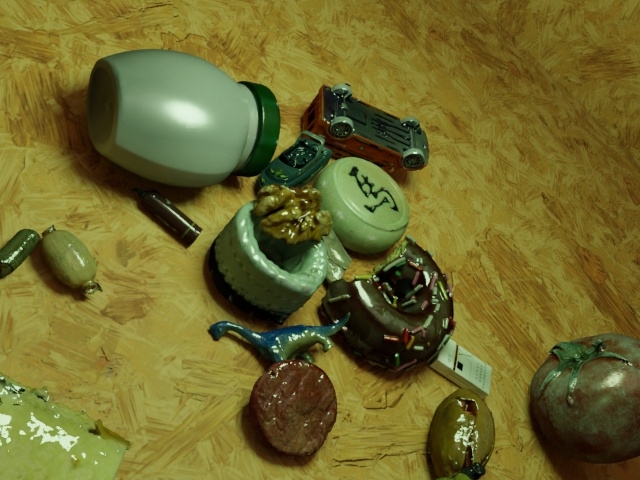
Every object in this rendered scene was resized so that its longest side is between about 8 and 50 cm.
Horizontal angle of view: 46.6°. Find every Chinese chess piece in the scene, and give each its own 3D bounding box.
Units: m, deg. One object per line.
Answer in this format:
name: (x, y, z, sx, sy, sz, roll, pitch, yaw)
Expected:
Chinese chess piece: (0.098, -0.086, 1.786, 0.250, 0.101, 0.250, 23, 42, -22)

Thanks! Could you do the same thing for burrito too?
burrito: (0.000, 0.000, 1.681, 0.087, 0.060, 0.226, -19, 71, -44)

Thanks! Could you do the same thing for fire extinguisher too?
fire extinguisher: (-0.309, -0.056, 1.496, 0.158, 0.043, 0.064, 41, 12, -5)

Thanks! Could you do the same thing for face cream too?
face cream: (-0.283, -0.252, 1.539, 0.357, 0.219, 0.312, 4, 56, -37)

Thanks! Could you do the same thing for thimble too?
thimble: (-0.101, 0.043, 1.502, 0.237, 0.150, 0.237, 24, 44, -25)

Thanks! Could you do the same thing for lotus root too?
lotus root: (-0.439, 0.036, 1.304, 0.150, 0.062, 0.073, 52, 41, 3)

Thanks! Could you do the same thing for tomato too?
tomato: (0.652, 0.359, 1.729, 0.317, 0.317, 0.282, -43, 107, -48)

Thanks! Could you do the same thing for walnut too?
walnut: (0.291, 0.409, 1.541, 0.137, 0.137, 0.245, 34, 47, -12)
walnut: (-0.049, -0.061, 1.467, 0.170, 0.069, 0.143, -7, 61, -40)

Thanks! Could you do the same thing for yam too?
yam: (-0.522, 0.020, 1.268, 0.043, 0.043, 0.094, 36, 41, -10)

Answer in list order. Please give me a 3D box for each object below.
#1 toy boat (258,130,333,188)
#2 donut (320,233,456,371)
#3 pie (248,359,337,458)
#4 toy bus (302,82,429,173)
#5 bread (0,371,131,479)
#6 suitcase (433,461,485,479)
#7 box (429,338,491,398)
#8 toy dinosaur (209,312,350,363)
toy boat: (-0.065, -0.174, 1.744, 0.093, 0.103, 0.246, 29, 44, 18)
donut: (0.177, 0.151, 1.653, 0.345, 0.136, 0.259, -28, 74, -45)
pie: (-0.047, 0.307, 1.369, 0.182, 0.050, 0.182, 6, 78, -31)
toy bus: (0.121, -0.268, 1.923, 0.329, 0.153, 0.143, 19, 50, -25)
bread: (-0.467, 0.286, 1.011, 0.375, 0.165, 0.236, 34, 47, -13)
suitcase: (0.216, 0.528, 1.341, 0.143, 0.194, 0.235, 44, 41, 10)
box: (0.326, 0.293, 1.724, 0.154, 0.040, 0.084, 35, 44, -13)
toy dinosaur: (-0.071, 0.173, 1.468, 0.248, 0.075, 0.188, -38, 88, -25)
